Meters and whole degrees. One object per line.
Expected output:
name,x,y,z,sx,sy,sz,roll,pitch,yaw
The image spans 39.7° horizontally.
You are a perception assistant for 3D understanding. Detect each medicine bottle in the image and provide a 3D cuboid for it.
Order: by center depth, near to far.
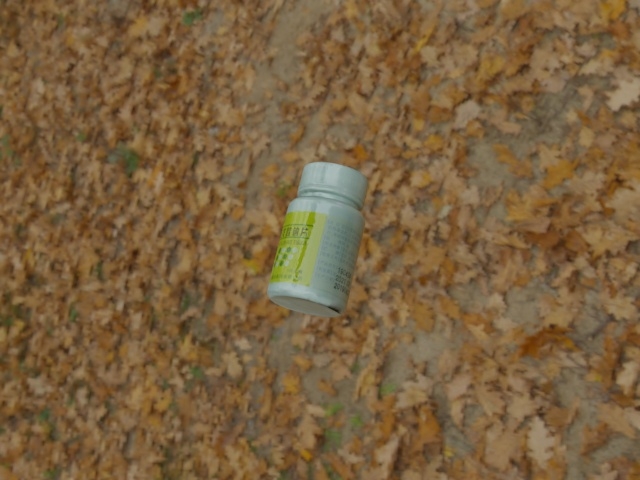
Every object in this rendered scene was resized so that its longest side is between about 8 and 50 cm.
medicine bottle,0.000,0.000,0.515,0.047,0.047,0.083,-6,66,50
